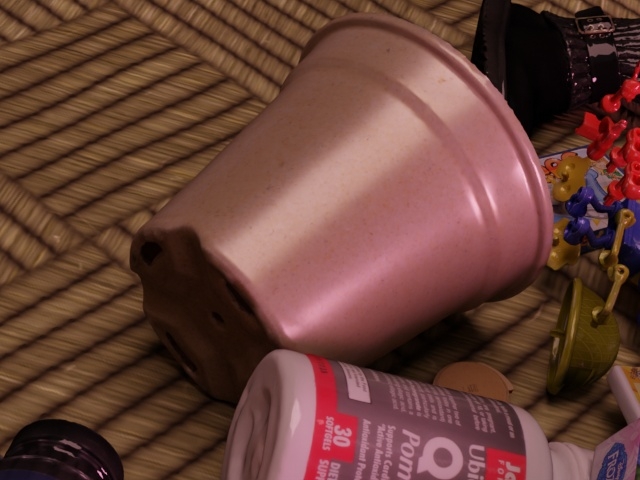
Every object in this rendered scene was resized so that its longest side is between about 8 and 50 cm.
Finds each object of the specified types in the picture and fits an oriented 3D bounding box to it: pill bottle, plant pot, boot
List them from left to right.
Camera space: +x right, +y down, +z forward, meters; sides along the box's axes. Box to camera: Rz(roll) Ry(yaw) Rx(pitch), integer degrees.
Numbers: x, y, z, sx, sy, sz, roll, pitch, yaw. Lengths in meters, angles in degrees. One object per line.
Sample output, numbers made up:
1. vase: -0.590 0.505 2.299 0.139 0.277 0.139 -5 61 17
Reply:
1. pill bottle: -0.219 0.237 1.196 0.122 0.123 0.219 14 37 3
2. plant pot: 0.000 0.000 1.567 0.334 0.334 0.305 35 56 26
3. pill bottle: 0.087 0.210 1.393 0.318 0.176 0.176 15 38 -16
4. boot: 0.310 -0.188 1.974 0.260 0.131 0.348 12 38 2

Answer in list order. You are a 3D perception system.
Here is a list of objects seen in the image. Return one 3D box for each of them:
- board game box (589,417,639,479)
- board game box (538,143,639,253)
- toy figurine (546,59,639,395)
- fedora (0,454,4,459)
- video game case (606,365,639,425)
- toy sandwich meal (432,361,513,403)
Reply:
1. board game box: 0.333 0.346 1.288 0.318 0.066 0.318 37 39 -12
2. board game box: 0.271 -0.041 1.867 0.201 0.035 0.136 -15 46 -28
3. toy figurine: 0.369 0.015 1.702 0.217 0.191 0.363 21 50 -10
4. fedora: -0.358 0.223 1.311 0.334 0.153 0.334 7 40 -6
5. video game case: 0.403 0.214 1.573 0.206 0.026 0.227 7 39 -22
6. toy sandwich meal: 0.148 0.153 1.614 0.085 0.029 0.086 5 47 -6
